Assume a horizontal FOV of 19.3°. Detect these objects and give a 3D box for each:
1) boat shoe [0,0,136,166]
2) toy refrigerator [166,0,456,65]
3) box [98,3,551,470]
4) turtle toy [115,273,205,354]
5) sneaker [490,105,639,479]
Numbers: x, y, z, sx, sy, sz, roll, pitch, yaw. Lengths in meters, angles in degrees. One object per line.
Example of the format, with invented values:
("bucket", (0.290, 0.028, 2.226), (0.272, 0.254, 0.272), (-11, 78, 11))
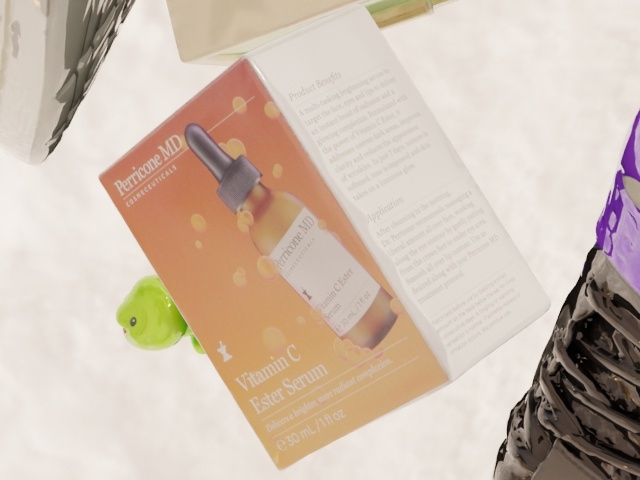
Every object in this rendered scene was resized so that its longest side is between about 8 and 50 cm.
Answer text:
("boat shoe", (-0.096, -0.093, 0.523), (0.103, 0.320, 0.118), (28, 84, -11))
("toy refrigerator", (0.041, -0.180, 1.147), (0.269, 0.102, 0.094), (-17, 84, 29))
("box", (0.000, 0.000, 0.887), (0.130, 0.091, 0.170), (-35, 87, 44))
("turtle toy", (-0.053, 0.029, 1.077), (0.130, 0.095, 0.066), (-27, 132, 7))
("sneaker", (0.117, 0.047, 0.606), (0.146, 0.293, 0.102), (-41, 68, 0))
